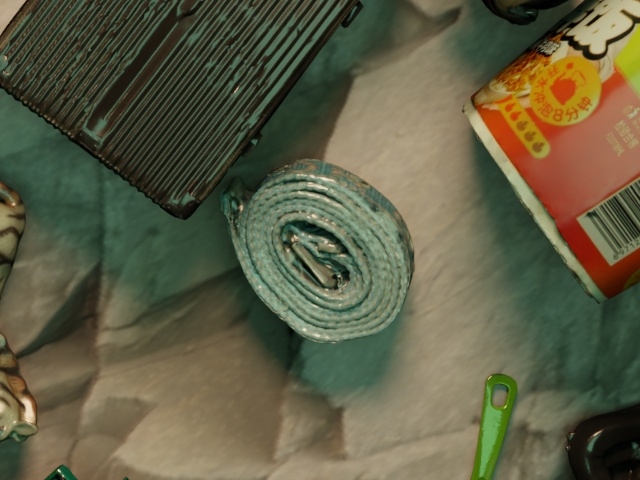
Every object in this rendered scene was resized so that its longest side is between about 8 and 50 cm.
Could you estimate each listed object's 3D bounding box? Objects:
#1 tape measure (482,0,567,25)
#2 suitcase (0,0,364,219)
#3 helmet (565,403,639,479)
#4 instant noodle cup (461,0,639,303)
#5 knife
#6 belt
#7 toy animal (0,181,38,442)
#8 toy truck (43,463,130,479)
[{"bbox_3d":[0.150,-0.287,1.478,0.133,0.271,0.231,-19,97,-1],"label":"tape measure"},{"bbox_3d":[-0.101,-0.210,1.529,0.230,0.152,0.335,37,94,-7],"label":"suitcase"},{"bbox_3d":[0.332,0.210,1.603,0.193,0.189,0.216,20,92,-16],"label":"helmet"},{"bbox_3d":[0.298,-0.118,1.532,0.308,0.294,0.294,-35,99,7],"label":"instant noodle cup"},{"bbox_3d":[0.152,0.204,1.674,0.078,0.022,0.166,12,98,-11],"label":"knife"},{"bbox_3d":[0.005,0.007,1.604,0.148,0.082,0.163,-16,102,8],"label":"belt"},{"bbox_3d":[-0.337,0.060,1.586,0.170,0.090,0.255,-3,101,-10],"label":"toy animal"},{"bbox_3d":[-0.295,0.345,1.577,0.363,0.178,0.176,-42,89,2],"label":"toy truck"}]
